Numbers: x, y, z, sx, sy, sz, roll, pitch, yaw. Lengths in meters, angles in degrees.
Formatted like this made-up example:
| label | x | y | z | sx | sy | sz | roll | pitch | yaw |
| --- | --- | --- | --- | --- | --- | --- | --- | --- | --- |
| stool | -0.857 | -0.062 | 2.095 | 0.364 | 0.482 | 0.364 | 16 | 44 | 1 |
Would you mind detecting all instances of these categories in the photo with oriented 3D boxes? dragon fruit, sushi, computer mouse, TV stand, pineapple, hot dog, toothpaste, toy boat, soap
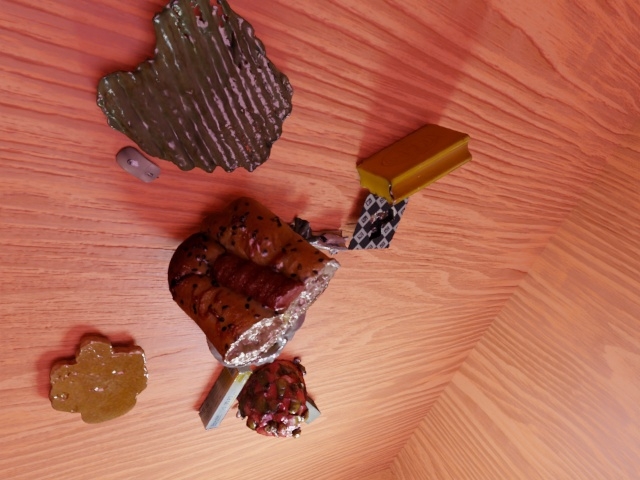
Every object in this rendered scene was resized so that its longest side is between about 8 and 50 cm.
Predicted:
| label | x | y | z | sx | sy | sz | roll | pitch | yaw |
| --- | --- | --- | --- | --- | --- | --- | --- | --- | --- |
| dragon fruit | -0.165 | 0.693 | 1.696 | 0.296 | 0.263 | 0.314 | 12 | 116 | -43 |
| sushi | 0.199 | -0.073 | 1.501 | 0.231 | 0.047 | 0.220 | -1 | 119 | -41 |
| computer mouse | -0.422 | -0.172 | 0.962 | 0.056 | 0.032 | 0.110 | -45 | 138 | 4 |
| TV stand | -0.090 | 0.787 | 1.966 | 0.088 | 0.083 | 0.269 | -34 | 138 | -6 |
| pineapple | -0.129 | 0.061 | 1.262 | 0.310 | 0.170 | 0.141 | -53 | 161 | -23 |
| hot dog | -0.206 | 0.074 | 1.076 | 0.367 | 0.365 | 0.196 | -45 | 154 | -12 |
| toothpaste | -0.374 | 0.591 | 1.587 | 0.071 | 0.089 | 0.313 | 12 | 115 | -48 |
| toy boat | 0.000 | 0.000 | 1.396 | 0.210 | 0.084 | 0.066 | 6 | 143 | -30 |
| soap | 0.292 | -0.251 | 1.310 | 0.324 | 0.204 | 0.096 | -31 | 126 | -14 |

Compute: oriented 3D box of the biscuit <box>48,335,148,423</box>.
| label | x | y | z | sx | sy | sz | roll | pitch | yaw |
| --- | --- | --- | --- | --- | --- | --- | --- | --- | --- |
| biscuit | -0.672 | 0.425 | 1.252 | 0.269 | 0.051 | 0.376 | -9 | 128 | -28 |

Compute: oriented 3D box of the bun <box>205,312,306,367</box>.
| label | x | y | z | sx | sy | sz | roll | pitch | yaw |
| --- | --- | --- | --- | --- | --- | --- | --- | --- | --- |
| bun | -0.203 | 0.288 | 1.385 | 0.354 | 0.194 | 0.354 | -21 | 135 | -22 |

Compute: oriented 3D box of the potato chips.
| label | x | y | z | sx | sy | sz | roll | pitch | yaw |
| --- | --- | --- | --- | --- | --- | --- | --- | --- | --- |
| potato chips | -0.252 | -0.316 | 0.925 | 0.373 | 0.097 | 0.389 | -47 | 137 | 8 |
